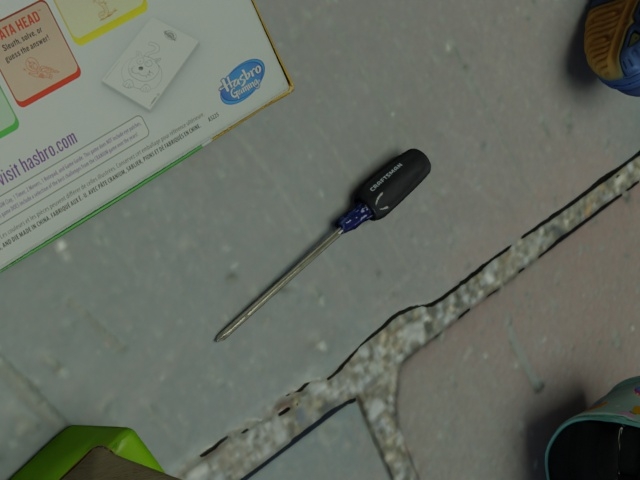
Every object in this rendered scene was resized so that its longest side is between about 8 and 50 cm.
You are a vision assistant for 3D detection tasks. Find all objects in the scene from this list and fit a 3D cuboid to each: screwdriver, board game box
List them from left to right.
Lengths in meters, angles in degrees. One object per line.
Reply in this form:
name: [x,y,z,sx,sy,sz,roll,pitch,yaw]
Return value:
board game box: [-0.173,-0.152,0.545,0.242,0.064,0.316,-35,112,-31]
screwdriver: [0.000,0.000,0.713,0.170,0.024,0.025,-37,83,-23]

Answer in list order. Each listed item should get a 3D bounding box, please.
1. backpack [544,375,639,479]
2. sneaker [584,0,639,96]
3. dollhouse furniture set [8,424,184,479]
backpack: [0.232,0.177,0.798,0.144,0.166,0.188,-30,112,-34]
sneaker: [0.293,-0.187,0.865,0.296,0.112,0.131,-52,120,-23]
dollhouse furniture set: [-0.064,0.262,0.588,0.197,0.151,0.301,-44,116,-27]
